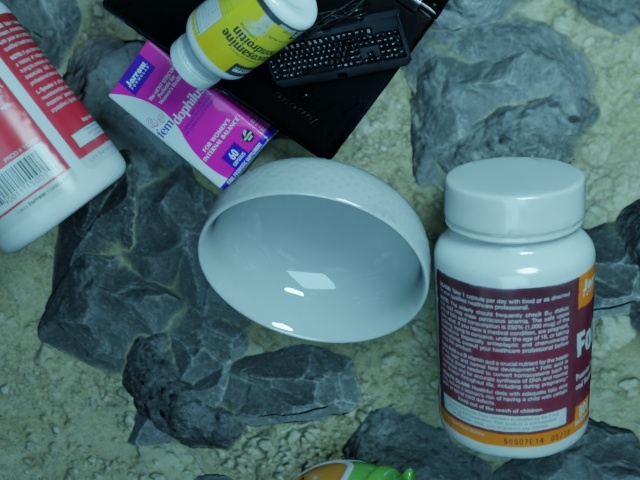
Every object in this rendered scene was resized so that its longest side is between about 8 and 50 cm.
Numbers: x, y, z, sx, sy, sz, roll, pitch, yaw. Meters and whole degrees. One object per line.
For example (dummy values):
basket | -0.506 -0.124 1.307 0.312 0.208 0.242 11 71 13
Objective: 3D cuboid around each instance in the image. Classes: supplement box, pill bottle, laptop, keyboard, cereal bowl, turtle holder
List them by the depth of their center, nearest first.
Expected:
pill bottle | -0.100 -0.264 1.086 0.184 0.103 0.103 -28 105 35
keyboard | 0.011 -0.245 1.101 0.192 0.038 0.100 -7 121 24
laptop | -0.013 -0.399 1.165 0.382 0.236 0.408 34 73 -6
pill bottle | 0.278 0.092 1.257 0.224 0.224 0.392 0 112 11
pill bottle | -0.493 -0.202 1.278 0.229 0.229 0.407 -31 103 20
supplement box | -0.179 -0.193 1.287 0.220 0.114 0.111 40 113 -5
cereal bowl | 0.000 0.000 1.288 0.339 0.141 0.339 9 139 8
turtle holder | 0.053 0.506 1.489 0.228 0.243 0.320 3 153 25
